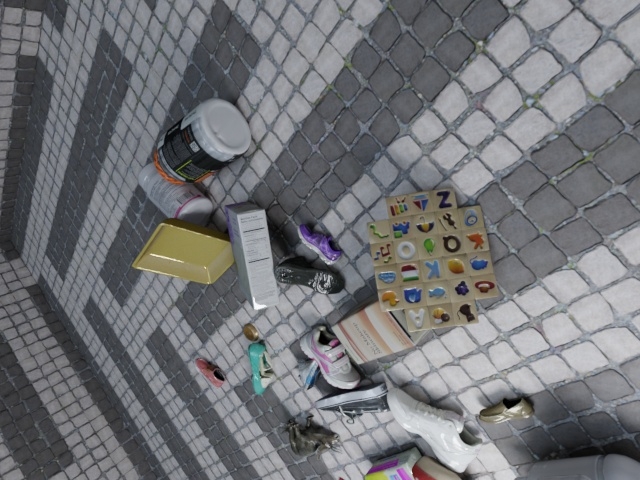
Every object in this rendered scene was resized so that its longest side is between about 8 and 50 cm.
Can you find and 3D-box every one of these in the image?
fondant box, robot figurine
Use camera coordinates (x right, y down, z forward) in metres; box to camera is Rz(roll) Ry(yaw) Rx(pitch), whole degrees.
[{"bbox_3d":[-0.240,0.044,1.406,0.238,0.096,0.329,-153,54,-64],"label":"fondant box"},{"bbox_3d":[0.644,0.622,0.960,0.300,0.199,0.354,34,134,-24],"label":"robot figurine"}]

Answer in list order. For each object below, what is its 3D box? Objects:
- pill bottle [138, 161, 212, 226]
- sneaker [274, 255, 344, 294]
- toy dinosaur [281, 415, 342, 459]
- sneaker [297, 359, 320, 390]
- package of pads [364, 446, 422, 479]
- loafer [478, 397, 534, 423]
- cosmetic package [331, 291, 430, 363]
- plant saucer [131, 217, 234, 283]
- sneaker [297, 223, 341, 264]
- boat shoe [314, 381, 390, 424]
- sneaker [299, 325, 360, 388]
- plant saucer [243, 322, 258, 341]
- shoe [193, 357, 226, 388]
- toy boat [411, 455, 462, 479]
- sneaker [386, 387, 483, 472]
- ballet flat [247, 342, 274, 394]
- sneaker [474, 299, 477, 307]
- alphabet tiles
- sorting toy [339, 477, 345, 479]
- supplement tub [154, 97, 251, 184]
[{"bbox_3d":[-0.572,-0.178,1.597,0.283,0.160,0.160,41,126,19],"label":"pill bottle"},{"bbox_3d":[-0.031,0.109,1.359,0.228,0.130,0.087,11,111,3],"label":"sneaker"},{"bbox_3d":[-0.074,0.792,1.614,0.314,0.121,0.160,-28,76,36],"label":"toy dinosaur"},{"bbox_3d":[-0.043,0.470,1.505,0.083,0.071,0.190,40,126,26],"label":"sneaker"},{"bbox_3d":[0.314,0.866,1.362,0.296,0.101,0.229,53,129,9],"label":"package of pads"},{"bbox_3d":[0.498,0.457,1.107,0.148,0.056,0.050,-27,89,30],"label":"loafer"},{"bbox_3d":[0.173,0.237,1.165,0.153,0.129,0.296,52,146,7],"label":"cosmetic package"},{"bbox_3d":[-0.505,0.035,1.576,0.333,0.333,0.080,-39,45,39],"label":"plant saucer"},{"bbox_3d":[0.000,0.000,1.313,0.170,0.068,0.071,41,112,7],"label":"sneaker"},{"bbox_3d":[0.110,0.565,1.396,0.307,0.113,0.104,-25,76,31],"label":"boat shoe"},{"bbox_3d":[0.041,0.394,1.390,0.252,0.103,0.111,41,128,17],"label":"sneaker"},{"bbox_3d":[-0.293,0.385,1.692,0.084,0.015,0.083,14,114,33],"label":"plant saucer"},{"bbox_3d":[-0.517,0.611,1.915,0.178,0.063,0.081,46,126,7],"label":"shoe"},{"bbox_3d":[0.355,0.760,1.211,0.231,0.151,0.151,48,162,-17],"label":"toy boat"},{"bbox_3d":[0.343,0.539,1.232,0.305,0.114,0.152,38,114,13],"label":"sneaker"},{"bbox_3d":[-0.237,0.533,1.666,0.087,0.083,0.247,1,110,22],"label":"ballet flat"},{"bbox_3d":[0.314,0.144,1.113,0.229,0.088,0.092,29,129,34],"label":"sneaker"},{"bbox_3d":[0.273,0.045,1.010,0.286,0.011,0.341,-9,83,4],"label":"alphabet tiles"},{"bbox_3d":[0.106,1.079,1.631,0.133,0.046,0.274,21,118,29],"label":"sorting toy"},{"bbox_3d":[-0.415,-0.323,1.397,0.338,0.207,0.206,-18,95,39],"label":"supplement tub"}]
